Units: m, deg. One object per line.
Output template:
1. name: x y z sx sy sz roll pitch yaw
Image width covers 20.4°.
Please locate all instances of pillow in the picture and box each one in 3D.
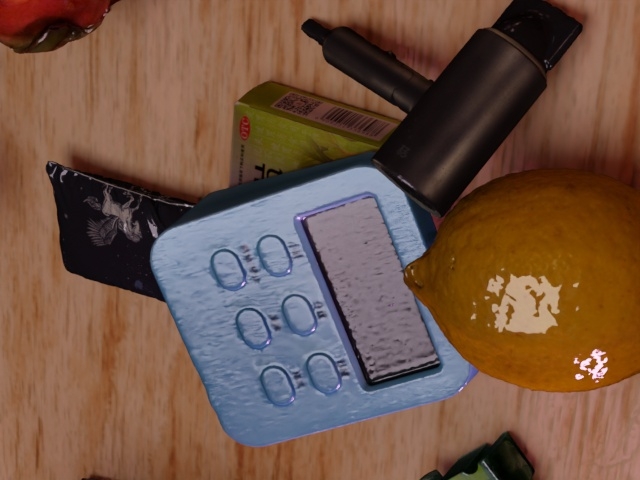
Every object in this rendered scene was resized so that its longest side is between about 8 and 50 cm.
1. pillow: -0.180 0.002 1.767 0.208 0.055 0.141 16 129 25

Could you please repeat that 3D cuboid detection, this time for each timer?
1. timer: -0.002 0.055 1.586 0.250 0.091 0.232 -15 105 31

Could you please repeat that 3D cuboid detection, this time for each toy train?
1. toy train: 0.176 0.293 1.677 0.132 0.083 0.200 -36 93 35

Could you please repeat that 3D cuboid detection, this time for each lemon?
1. lemon: 0.196 0.032 1.462 0.256 0.188 0.188 3 116 10

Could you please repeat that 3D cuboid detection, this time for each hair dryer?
1. hair dryer: 0.077 -0.157 1.512 0.248 0.078 0.195 37 87 38

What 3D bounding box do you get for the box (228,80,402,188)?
1. box: 0.000 0.000 1.649 0.175 0.062 0.261 19 122 23

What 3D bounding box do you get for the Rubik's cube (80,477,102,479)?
1. Rubik's cube: -0.186 0.492 1.830 0.337 0.344 0.345 10 119 27

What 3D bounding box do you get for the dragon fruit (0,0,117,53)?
1. dragon fruit: -0.294 -0.306 1.576 0.305 0.226 0.305 14 122 24
